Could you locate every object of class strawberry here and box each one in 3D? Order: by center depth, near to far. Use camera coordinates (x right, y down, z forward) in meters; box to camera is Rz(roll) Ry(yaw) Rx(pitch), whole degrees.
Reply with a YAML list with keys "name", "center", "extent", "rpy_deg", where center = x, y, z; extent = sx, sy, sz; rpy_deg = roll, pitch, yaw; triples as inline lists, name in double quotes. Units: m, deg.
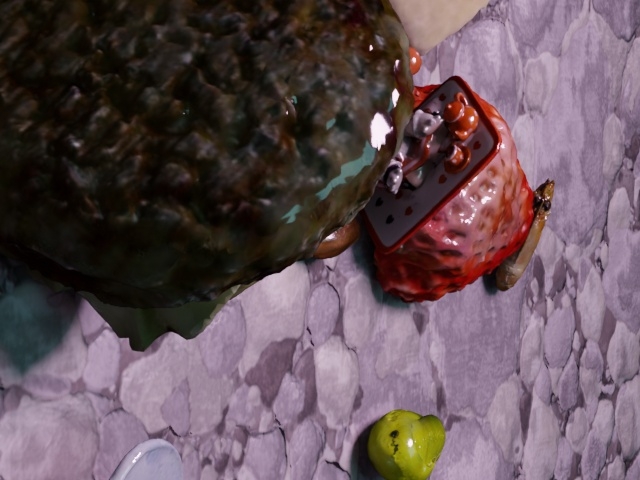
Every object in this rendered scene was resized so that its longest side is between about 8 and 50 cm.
- name: "strawberry"
  center: [0.179, -0.051, 2.027]
  extent: [0.336, 0.149, 0.265]
  rpy_deg: [20, 73, -59]

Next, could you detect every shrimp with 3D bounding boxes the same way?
- name: "shrimp"
  center: [0.266, -0.011, 2.213]
  extent: [0.101, 0.042, 0.190]
  rpy_deg: [-68, 178, -48]

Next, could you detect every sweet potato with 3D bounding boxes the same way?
- name: "sweet potato"
  center: [0.000, 0.000, 1.830]
  extent: [0.117, 0.049, 0.049]
  rpy_deg: [-22, 110, -53]

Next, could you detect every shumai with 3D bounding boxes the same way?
- name: "shumai"
  center: [-0.136, -0.057, 1.377]
  extent: [0.348, 0.395, 0.395]
  rpy_deg: [96, 15, -56]

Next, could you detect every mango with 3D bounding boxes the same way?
- name: "mango"
  center: [0.102, 0.244, 1.993]
  extent: [0.165, 0.074, 0.091]
  rpy_deg: [20, 68, -70]

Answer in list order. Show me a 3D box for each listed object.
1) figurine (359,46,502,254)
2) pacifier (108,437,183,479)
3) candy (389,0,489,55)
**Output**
- name: "figurine"
  center: [0.038, -0.136, 1.779]
  extent: [0.226, 0.183, 0.160]
  rpy_deg: [36, 18, -35]
- name: "pacifier"
  center: [-0.160, 0.315, 1.424]
  extent: [0.287, 0.226, 0.238]
  rpy_deg: [-40, 144, -50]
- name: "candy"
  center: [0.166, -0.375, 1.875]
  extent: [0.320, 0.135, 0.179]
  rpy_deg: [-39, 130, -5]
